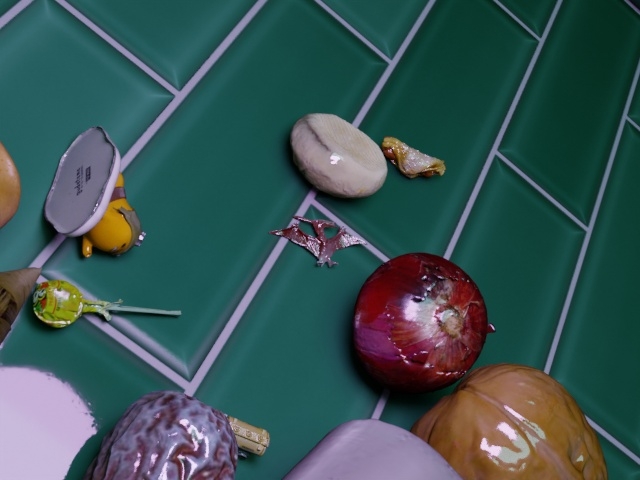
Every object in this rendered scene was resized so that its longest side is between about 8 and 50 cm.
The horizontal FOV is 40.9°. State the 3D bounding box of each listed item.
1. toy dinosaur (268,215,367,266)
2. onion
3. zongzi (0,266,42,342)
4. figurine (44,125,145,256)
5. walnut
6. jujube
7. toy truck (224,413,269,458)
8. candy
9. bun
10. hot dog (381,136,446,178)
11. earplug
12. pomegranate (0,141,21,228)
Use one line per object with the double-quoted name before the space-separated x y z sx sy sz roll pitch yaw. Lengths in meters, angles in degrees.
"toy dinosaur" -0.001 0.001 1.733 0.220 0.032 0.108 6 66 -28
"onion" 0.183 0.159 1.638 0.276 0.276 0.276 15 59 -26
"zongzi" -0.589 0.086 1.267 0.274 0.145 0.300 27 38 -12
"figurine" -0.366 -0.073 1.488 0.141 0.166 0.250 39 34 -39
"walnut" 0.340 0.414 1.543 0.354 0.308 0.398 -42 115 -14
"jujube" -0.242 0.378 1.272 0.226 0.226 0.317 33 52 -14
"toy truck" -0.150 0.325 1.448 0.123 0.063 0.052 27 55 -19
"candy" -0.353 0.114 1.439 0.262 0.073 0.077 9 80 -37
"bun" 0.027 -0.164 1.786 0.222 0.127 0.222 24 31 -16
"hot dog" 0.206 -0.173 1.931 0.169 0.078 0.061 23 71 -15
"earplug" 0.012 0.495 1.271 0.394 0.312 0.313 -31 85 -48
"pomegranate" -0.561 -0.084 1.322 0.191 0.191 0.191 15 59 -26
